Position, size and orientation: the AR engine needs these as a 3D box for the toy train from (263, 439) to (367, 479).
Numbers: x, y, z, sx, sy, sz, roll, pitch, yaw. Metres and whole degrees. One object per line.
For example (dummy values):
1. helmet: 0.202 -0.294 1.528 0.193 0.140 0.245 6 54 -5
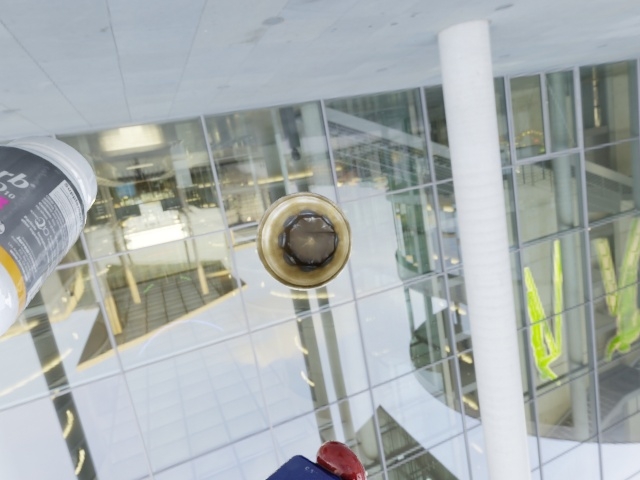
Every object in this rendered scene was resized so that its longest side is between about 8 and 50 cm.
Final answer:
1. toy train: 0.055 0.223 0.222 0.105 0.143 0.248 -27 -164 -35

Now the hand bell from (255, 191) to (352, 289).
1. hand bell: 0.000 0.000 0.665 0.126 0.126 0.242 -8 179 11

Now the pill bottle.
1. pill bottle: -0.386 -0.018 0.516 0.162 0.162 0.278 -10 -147 1
